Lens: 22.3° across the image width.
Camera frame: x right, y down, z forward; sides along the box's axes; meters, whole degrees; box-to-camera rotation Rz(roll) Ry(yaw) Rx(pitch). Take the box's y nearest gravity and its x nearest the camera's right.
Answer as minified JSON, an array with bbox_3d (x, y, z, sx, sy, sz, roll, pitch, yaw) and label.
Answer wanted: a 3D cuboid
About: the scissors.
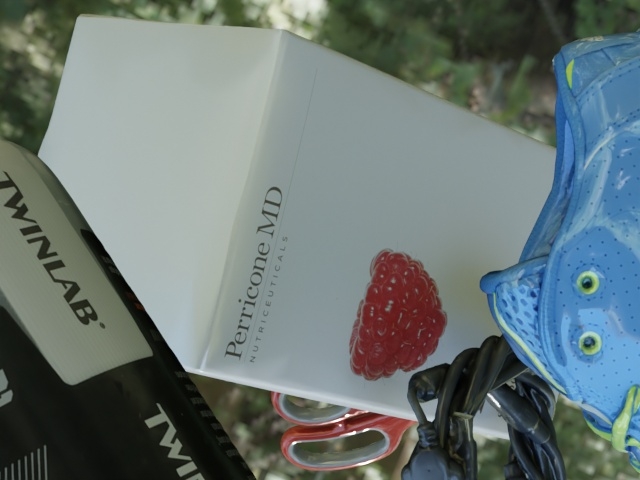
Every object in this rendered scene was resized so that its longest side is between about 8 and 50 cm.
[{"bbox_3d":[0.098,0.125,1.298,0.297,0.021,0.109,-13,123,16],"label":"scissors"}]

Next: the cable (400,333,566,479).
[{"bbox_3d":[0.087,0.140,0.861,0.047,0.184,0.150,1,-161,31],"label":"cable"}]

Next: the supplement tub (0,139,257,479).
[{"bbox_3d":[-0.102,0.138,0.576,0.316,0.193,0.193,55,173,10],"label":"supplement tub"}]

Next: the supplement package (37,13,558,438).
[{"bbox_3d":[0.000,0.000,0.927,0.175,0.178,0.293,11,176,44],"label":"supplement package"}]

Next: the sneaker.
[{"bbox_3d":[0.109,0.049,0.434,0.126,0.240,0.091,-4,178,5],"label":"sneaker"}]
